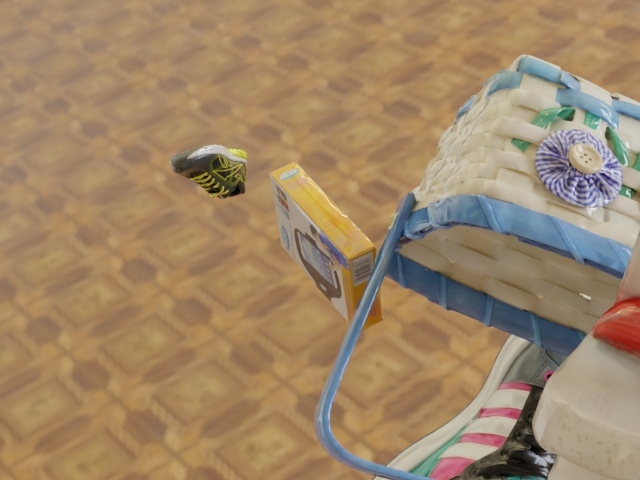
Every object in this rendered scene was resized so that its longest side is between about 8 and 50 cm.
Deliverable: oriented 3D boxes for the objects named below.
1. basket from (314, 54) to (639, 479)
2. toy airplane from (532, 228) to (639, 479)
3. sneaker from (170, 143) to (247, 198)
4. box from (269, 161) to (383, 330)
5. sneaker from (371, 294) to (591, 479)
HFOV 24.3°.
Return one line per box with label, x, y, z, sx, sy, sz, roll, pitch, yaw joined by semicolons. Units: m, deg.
basket;0.148;0.041;0.977;0.201;0.255;0.288;147;141;-74
toy airplane;0.259;0.111;0.520;0.384;0.386;0.272;-26;19;18
sneaker;-0.074;-0.047;1.036;0.031;0.035;0.083;-13;-5;30
box;0.000;0.000;1.150;0.028;0.081;0.136;-27;47;-19
sneaker;0.161;0.173;1.100;0.295;0.124;0.178;-47;31;10
